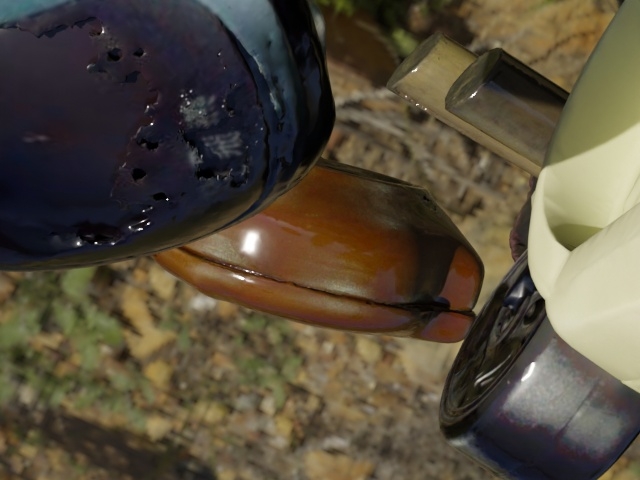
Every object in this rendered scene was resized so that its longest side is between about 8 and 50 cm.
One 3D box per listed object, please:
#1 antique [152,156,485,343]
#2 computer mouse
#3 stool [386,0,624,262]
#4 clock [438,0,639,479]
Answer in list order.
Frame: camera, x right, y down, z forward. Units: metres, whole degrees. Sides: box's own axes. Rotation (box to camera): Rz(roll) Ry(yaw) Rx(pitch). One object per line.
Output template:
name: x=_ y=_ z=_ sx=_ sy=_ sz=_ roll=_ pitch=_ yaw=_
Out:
antique: x=0.000 y=0.000 z=1.228 sx=0.278 sy=0.129 sz=0.223 roll=14 pitch=-174 yaw=-7
computer mouse: x=-0.111 y=-0.056 z=0.398 sx=0.233 sy=0.096 sz=0.137 roll=15 pitch=139 yaw=23
stool: x=0.185 y=-0.100 z=0.893 sx=0.178 sy=0.272 sz=0.272 roll=42 pitch=161 yaw=-14
clock: x=0.162 y=-0.043 z=0.435 sx=0.120 sy=0.276 sz=0.379 roll=33 pitch=169 yaw=-8
